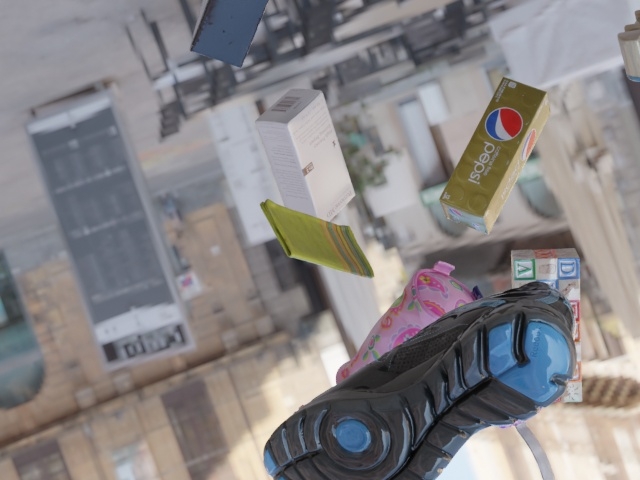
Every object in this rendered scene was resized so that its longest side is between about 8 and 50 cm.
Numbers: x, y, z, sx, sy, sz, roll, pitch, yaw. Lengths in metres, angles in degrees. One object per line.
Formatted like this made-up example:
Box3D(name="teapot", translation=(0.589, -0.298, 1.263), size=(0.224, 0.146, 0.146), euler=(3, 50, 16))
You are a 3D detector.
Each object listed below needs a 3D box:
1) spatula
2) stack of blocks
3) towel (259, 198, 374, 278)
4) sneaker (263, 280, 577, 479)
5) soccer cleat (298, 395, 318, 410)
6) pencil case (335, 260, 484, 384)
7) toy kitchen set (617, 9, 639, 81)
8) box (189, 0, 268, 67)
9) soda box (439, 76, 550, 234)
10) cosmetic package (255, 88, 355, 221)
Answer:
Box3D(name="spatula", translation=(0.255, 0.265, 1.486), size=(0.084, 0.296, 0.030), euler=(-15, -179, -37))
Box3D(name="stack of blocks", translation=(0.428, 0.170, 2.558), size=(0.171, 0.297, 0.087), euler=(-2, -167, 5))
Box3D(name="towel", translation=(0.000, 0.000, 1.917), size=(0.021, 0.102, 0.237), euler=(-41, 153, 19))
Box3D(name="sneaker", translation=(0.099, 0.153, 1.222), size=(0.341, 0.125, 0.139), euler=(-29, -171, 23))
Box3D(name="soccer cleat", translation=(0.070, 0.285, 2.162), size=(0.248, 0.095, 0.083), euler=(-20, 175, -10))
Box3D(name="pencil case", translation=(0.134, 0.160, 2.006), size=(0.124, 0.124, 0.284), euler=(-23, 155, -45))
Box3D(name="toy kitchen set", translation=(0.543, -0.284, 1.865), size=(0.166, 0.122, 0.207), euler=(-4, -151, 34))
Box3D(name="box", translation=(-0.136, -0.452, 2.214), size=(0.261, 0.103, 0.184), euler=(-83, -167, -47))
Box3D(name="soda box", translation=(0.213, -0.103, 1.560), size=(0.061, 0.181, 0.058), euler=(23, 166, 22))
Box3D(name="cosmetic package", translation=(-0.025, -0.148, 2.336), size=(0.085, 0.231, 0.117), euler=(10, -137, 39))
